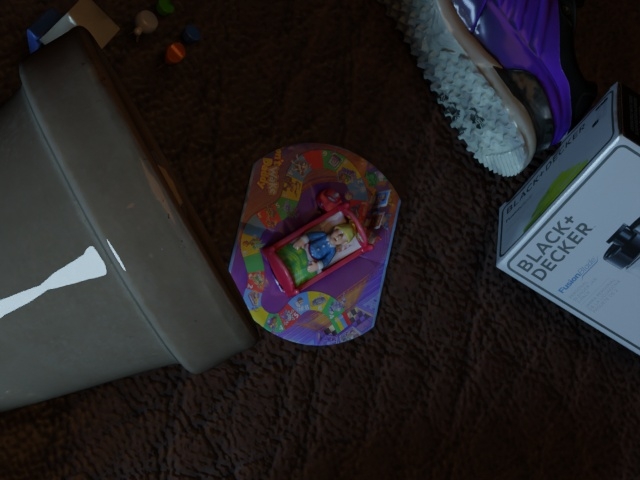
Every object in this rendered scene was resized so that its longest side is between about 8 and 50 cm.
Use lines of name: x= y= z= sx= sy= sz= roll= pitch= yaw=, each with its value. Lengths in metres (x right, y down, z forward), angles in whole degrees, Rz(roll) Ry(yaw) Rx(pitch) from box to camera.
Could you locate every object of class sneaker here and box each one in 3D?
sneaker: x=0.141 y=-0.212 z=1.348 sx=0.146 sy=0.102 sz=0.293 roll=-30 pitch=98 yaw=-24

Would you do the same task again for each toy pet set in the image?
toy pet set: x=-0.176 y=-0.164 z=1.261 sx=0.122 sy=0.065 sz=0.114 roll=45 pitch=37 yaw=-12

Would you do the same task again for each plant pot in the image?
plant pot: x=-0.204 y=0.011 z=1.139 sx=0.229 sy=0.263 sz=0.263 roll=-28 pitch=93 yaw=-2

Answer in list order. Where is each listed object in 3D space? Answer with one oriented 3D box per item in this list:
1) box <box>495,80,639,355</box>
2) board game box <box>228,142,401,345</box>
box: x=0.309 y=0.018 z=1.329 sx=0.290 sy=0.169 sz=0.087 roll=32 pitch=34 yaw=-13
board game box: x=0.000 y=0.000 z=1.302 sx=0.133 sy=0.033 sz=0.168 roll=16 pitch=78 yaw=-17
